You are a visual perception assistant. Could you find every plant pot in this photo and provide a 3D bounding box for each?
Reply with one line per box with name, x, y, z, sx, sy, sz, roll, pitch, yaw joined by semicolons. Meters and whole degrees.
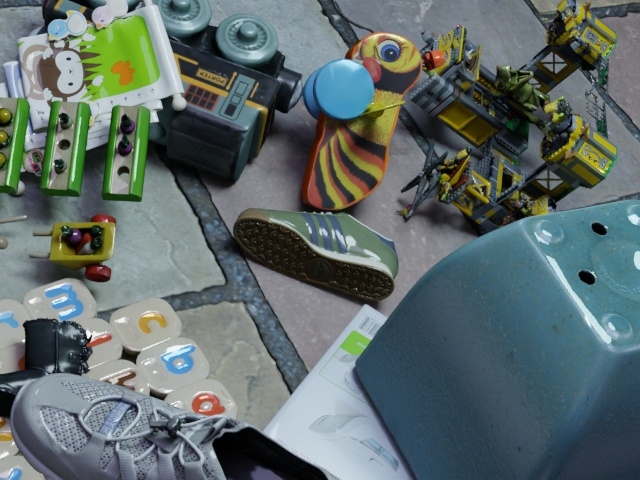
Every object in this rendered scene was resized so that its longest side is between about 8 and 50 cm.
plant pot;0.221;0.105;1.147;0.247;0.252;0.248;-9;52;-30

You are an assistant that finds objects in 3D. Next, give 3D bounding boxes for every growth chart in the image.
growth chart;-0.270;-0.175;1.455;0.237;0.021;0.172;-26;82;-4

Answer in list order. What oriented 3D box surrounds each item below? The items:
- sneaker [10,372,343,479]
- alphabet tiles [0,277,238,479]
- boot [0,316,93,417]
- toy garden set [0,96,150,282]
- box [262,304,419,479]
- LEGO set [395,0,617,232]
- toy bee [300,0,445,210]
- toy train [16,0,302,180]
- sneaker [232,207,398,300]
sneaker;-0.102;0.159;1.000;0.281;0.115;0.105;21;46;2
alphabet tiles;-0.236;0.161;1.265;0.278;0.021;0.284;-20;58;-30
boot;-0.278;0.119;1.244;0.121;0.045;0.099;11;50;-17
toy garden set;-0.313;-0.064;1.376;0.244;0.049;0.204;3;67;-1
box;0.082;0.228;1.243;0.262;0.127;0.231;32;47;10
LEGO set;0.217;-0.174;1.567;0.192;0.255;0.331;33;50;-21
toy bee;0.065;-0.179;1.512;0.162;0.298;0.195;3;22;-9
toy train;-0.192;-0.202;1.541;0.333;0.142;0.190;22;55;1
sneaker;0.000;0.000;1.472;0.192;0.064;0.086;22;38;0
